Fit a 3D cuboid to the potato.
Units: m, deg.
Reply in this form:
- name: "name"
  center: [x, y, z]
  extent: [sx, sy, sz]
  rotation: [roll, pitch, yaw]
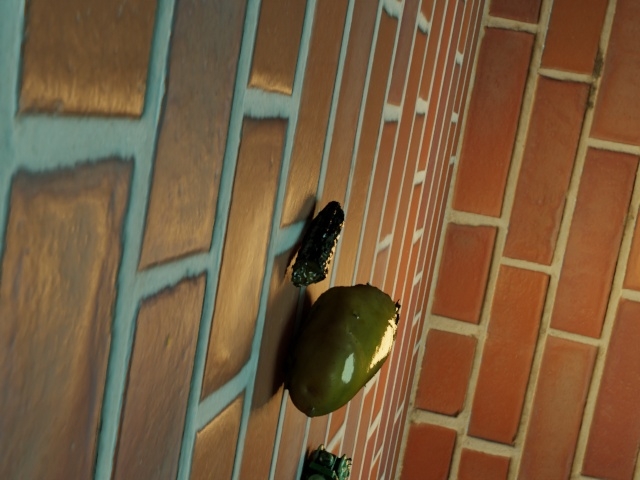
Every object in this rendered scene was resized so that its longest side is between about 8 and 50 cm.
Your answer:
- name: "potato"
  center: [0.036, 0.156, 1.501]
  extent: [0.300, 0.140, 0.172]
  rotation: [-41, 148, -62]

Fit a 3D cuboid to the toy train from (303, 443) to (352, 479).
- name: "toy train"
  center: [0.009, 0.447, 1.833]
  extent: [0.104, 0.071, 0.178]
  rotation: [-63, 165, -18]

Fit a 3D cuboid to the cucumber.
- name: "cucumber"
  center: [0.000, 0.000, 1.397]
  extent: [0.181, 0.053, 0.053]
  rotation: [-69, 165, -49]
